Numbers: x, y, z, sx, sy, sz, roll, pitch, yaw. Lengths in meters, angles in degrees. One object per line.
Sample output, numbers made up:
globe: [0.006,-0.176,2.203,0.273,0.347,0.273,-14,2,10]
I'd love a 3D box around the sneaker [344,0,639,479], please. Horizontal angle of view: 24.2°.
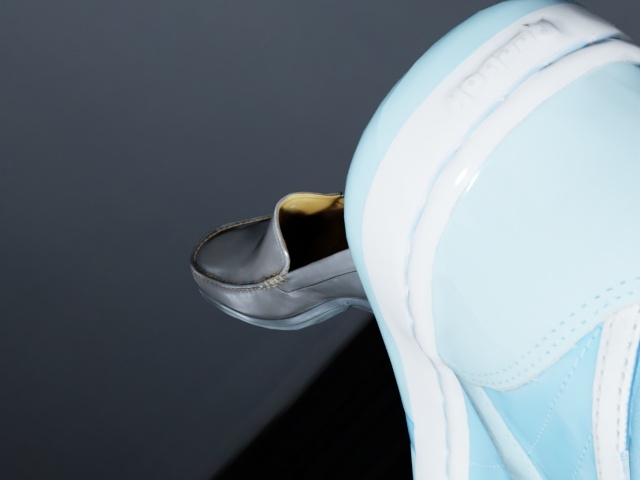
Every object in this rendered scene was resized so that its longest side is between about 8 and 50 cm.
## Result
sneaker: [0.128,0.087,0.464,0.208,0.127,0.319,41,169,36]

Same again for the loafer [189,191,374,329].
loafer: [0.000,0.000,0.653,0.170,0.062,0.061,-4,138,41]
